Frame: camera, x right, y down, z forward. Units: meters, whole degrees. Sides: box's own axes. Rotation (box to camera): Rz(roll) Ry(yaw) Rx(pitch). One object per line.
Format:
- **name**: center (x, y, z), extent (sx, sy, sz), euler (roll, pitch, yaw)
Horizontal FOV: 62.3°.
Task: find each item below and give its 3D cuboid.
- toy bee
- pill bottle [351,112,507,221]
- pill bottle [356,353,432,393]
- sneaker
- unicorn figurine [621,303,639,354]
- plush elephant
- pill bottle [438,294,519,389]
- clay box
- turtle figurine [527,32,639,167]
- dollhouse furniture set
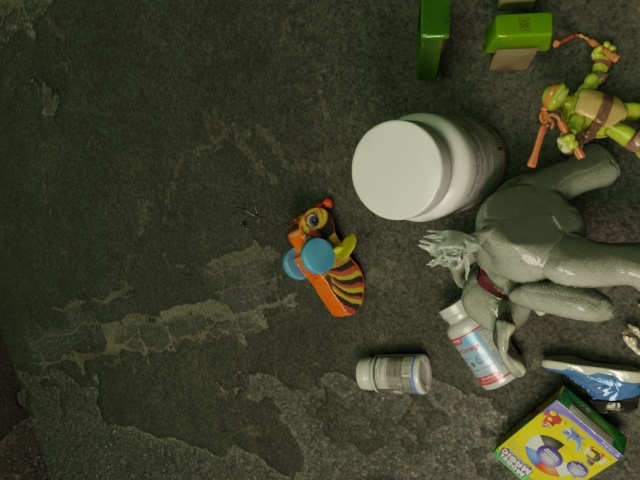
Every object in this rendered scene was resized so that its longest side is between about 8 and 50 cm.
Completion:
- **toy bee**: center (0.000, 0.000, 1.049), extent (0.195, 0.162, 0.298), euler (6, 137, 45)
- **pill bottle**: center (0.175, -0.115, 0.821), extent (0.160, 0.283, 0.161), euler (7, 102, 33)
- **pill bottle**: center (0.145, 0.266, 1.058), extent (0.137, 0.078, 0.078), euler (-8, 97, 32)
- **sneaker**: center (0.449, 0.245, 0.886), extent (0.152, 0.058, 0.085), euler (5, 96, 23)
- **unicorn figurine**: center (0.530, 0.154, 0.815), extent (0.111, 0.060, 0.162), euler (29, 115, 22)
- **plush elephant**: center (0.319, 0.051, 0.823), extent (0.329, 0.255, 0.272), euler (-13, 51, 1)
- **pill bottle**: center (0.285, 0.177, 0.949), extent (0.087, 0.087, 0.160), euler (-39, 81, 31)
- **clay box**: center (0.403, 0.368, 0.929), extent (0.127, 0.053, 0.222), euler (41, 129, 18)
- **turtle figurine**: center (0.404, -0.170, 0.757), extent (0.217, 0.270, 0.087), euler (24, 154, 10)
- **dollhouse furniture set**: center (0.255, -0.428, 0.836), extent (0.197, 0.151, 0.302), euler (1, 85, 10)
